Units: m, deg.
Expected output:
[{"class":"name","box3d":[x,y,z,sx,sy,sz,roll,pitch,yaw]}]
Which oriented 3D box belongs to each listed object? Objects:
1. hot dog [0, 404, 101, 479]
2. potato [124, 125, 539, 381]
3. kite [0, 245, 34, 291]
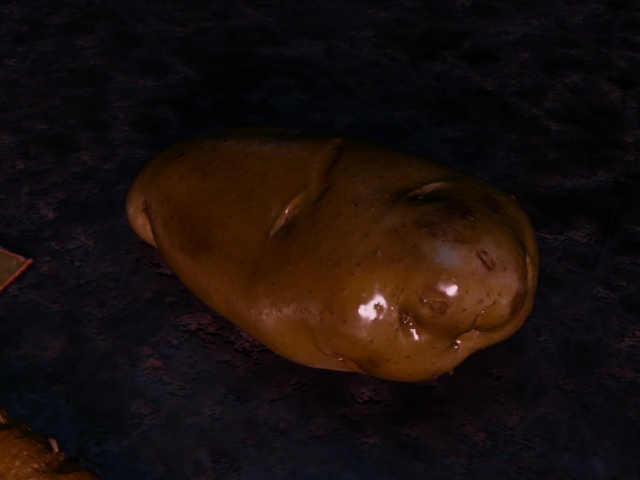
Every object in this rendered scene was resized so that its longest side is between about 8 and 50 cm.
[{"class":"hot dog","box3d":[-0.209,0.161,0.715,0.286,0.061,0.088,24,54,26]},{"class":"potato","box3d":[0.000,0.000,0.867,0.369,0.176,0.195,21,81,33]},{"class":"kite","box3d":[-0.421,0.057,0.864,0.378,0.013,0.327,-4,40,-13]}]
